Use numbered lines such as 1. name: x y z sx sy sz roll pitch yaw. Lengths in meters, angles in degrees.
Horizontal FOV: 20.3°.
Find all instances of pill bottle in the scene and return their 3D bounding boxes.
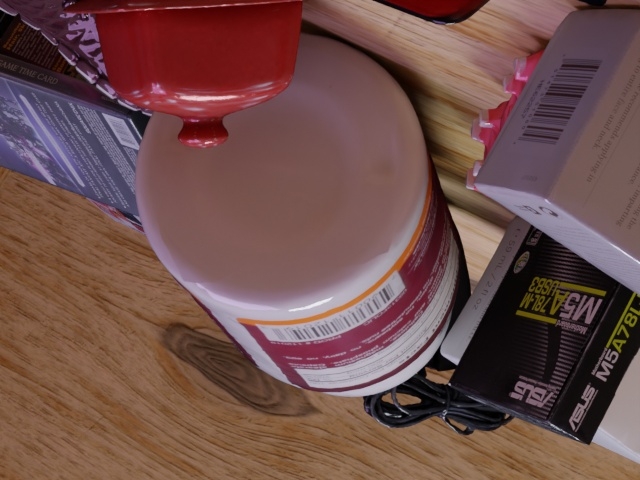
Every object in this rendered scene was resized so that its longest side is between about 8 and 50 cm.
1. pill bottle: 0.000 0.000 1.489 0.224 0.224 0.392 28 170 16

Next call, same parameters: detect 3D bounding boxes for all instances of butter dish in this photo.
1. butter dish: -0.085 -0.123 1.248 0.160 0.118 0.160 -7 -171 -22

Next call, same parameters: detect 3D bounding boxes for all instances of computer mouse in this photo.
1. computer mouse: 0.105 0.050 1.736 0.188 0.272 0.072 8 149 -39

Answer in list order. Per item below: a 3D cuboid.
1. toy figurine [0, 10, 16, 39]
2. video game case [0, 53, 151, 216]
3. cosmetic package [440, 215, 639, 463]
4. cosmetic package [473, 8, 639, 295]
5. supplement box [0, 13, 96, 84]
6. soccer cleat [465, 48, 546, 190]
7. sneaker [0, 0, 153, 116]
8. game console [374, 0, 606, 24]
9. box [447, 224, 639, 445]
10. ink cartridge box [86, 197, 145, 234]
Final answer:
1. toy figurine: -0.408 -0.239 1.890 0.213 0.148 0.209 30 174 -9
2. video game case: -0.242 -0.099 1.628 0.274 0.026 0.196 20 156 28
3. cosmetic package: 0.240 0.090 1.592 0.151 0.151 0.184 33 172 -34
4. cosmetic package: 0.211 -0.018 0.962 0.231 0.117 0.085 33 174 -23
5. supplement box: -0.193 -0.174 1.625 0.188 0.104 0.081 25 173 38
6. soccer cleat: 0.154 -0.064 1.103 0.095 0.083 0.248 5 173 -6
7. sneaker: -0.183 -0.195 1.419 0.281 0.106 0.162 28 170 5
8. game console: 0.050 -0.134 0.873 0.144 0.085 0.124 26 173 32
9. box: 0.185 0.049 1.327 0.045 0.184 0.191 32 175 -17
10. ink cartridge box: -0.193 -0.062 2.503 0.309 0.130 0.272 26 172 24
